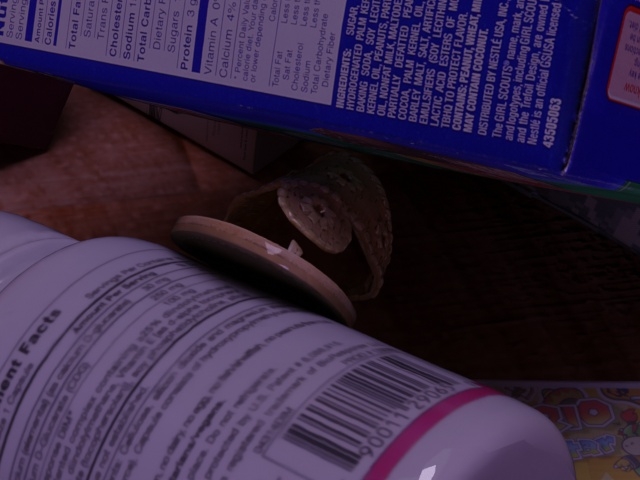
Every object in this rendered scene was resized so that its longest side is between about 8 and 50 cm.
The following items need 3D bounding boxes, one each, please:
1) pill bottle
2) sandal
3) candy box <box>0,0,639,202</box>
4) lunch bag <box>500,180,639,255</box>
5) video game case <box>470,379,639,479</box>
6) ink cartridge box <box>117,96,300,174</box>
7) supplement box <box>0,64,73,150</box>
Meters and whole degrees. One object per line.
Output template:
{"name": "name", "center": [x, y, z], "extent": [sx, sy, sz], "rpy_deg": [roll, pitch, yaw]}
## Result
{"name": "pill bottle", "center": [-0.055, 0.093, 0.659], "extent": [0.283, 0.160, 0.160], "rpy_deg": [22, 41, 34]}
{"name": "sandal", "center": [-0.006, -0.003, 0.738], "extent": [0.088, 0.240, 0.079], "rpy_deg": [27, 79, 9]}
{"name": "candy box", "center": [0.046, -0.096, 0.753], "extent": [0.317, 0.122, 0.268], "rpy_deg": [15, 5, 36]}
{"name": "lunch bag", "center": [0.206, -0.152, 0.916], "extent": [0.305, 0.256, 0.212], "rpy_deg": [36, 38, 29]}
{"name": "video game case", "center": [0.103, 0.143, 0.747], "extent": [0.227, 0.026, 0.206], "rpy_deg": [1, 40, -8]}
{"name": "ink cartridge box", "center": [-0.061, -0.110, 0.996], "extent": [0.135, 0.056, 0.099], "rpy_deg": [30, 45, 24]}
{"name": "supplement box", "center": [-0.225, -0.145, 0.957], "extent": [0.188, 0.104, 0.081], "rpy_deg": [36, 16, 30]}
